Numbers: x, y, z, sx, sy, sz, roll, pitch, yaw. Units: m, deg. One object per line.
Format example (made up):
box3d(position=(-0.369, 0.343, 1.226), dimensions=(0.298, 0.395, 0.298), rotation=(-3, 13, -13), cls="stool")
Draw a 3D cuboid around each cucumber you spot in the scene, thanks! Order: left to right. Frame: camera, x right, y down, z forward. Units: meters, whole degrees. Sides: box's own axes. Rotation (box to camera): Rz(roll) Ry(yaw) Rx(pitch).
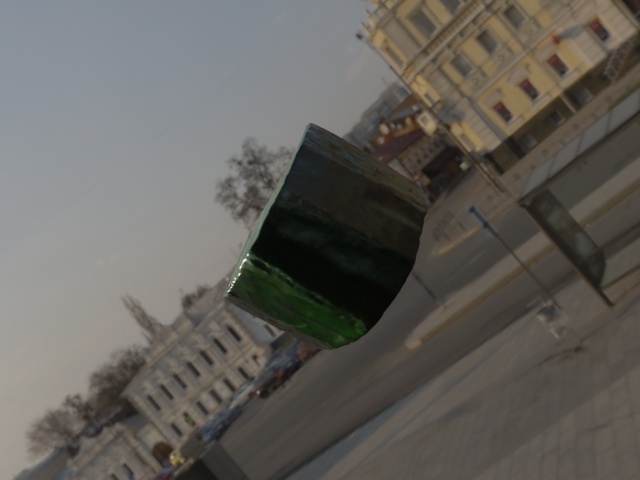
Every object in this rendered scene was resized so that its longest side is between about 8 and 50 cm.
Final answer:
box3d(position=(-0.003, 0.008, 0.662), dimensions=(0.191, 0.130, 0.191), rotation=(-57, 10, 15), cls="cucumber")
